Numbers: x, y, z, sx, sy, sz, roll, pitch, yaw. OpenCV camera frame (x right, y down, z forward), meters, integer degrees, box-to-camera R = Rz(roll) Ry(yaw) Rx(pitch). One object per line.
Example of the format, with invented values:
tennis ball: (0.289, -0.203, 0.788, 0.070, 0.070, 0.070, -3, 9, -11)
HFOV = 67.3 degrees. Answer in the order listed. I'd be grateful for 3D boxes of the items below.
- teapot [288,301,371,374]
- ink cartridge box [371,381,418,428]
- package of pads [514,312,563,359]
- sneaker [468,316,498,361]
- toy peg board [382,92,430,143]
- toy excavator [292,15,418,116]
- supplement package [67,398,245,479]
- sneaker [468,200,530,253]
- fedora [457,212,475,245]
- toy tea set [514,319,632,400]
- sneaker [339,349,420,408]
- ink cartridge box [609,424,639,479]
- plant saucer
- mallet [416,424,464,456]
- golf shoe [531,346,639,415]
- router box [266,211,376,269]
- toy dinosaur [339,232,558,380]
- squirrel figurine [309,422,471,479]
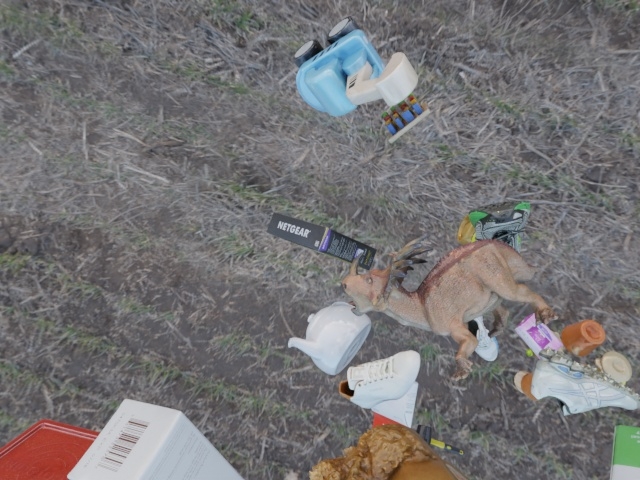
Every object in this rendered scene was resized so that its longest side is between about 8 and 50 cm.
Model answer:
teapot: (0.040, 0.308, 1.618, 0.187, 0.256, 0.252, 34, 79, 21)
ink cartridge box: (0.226, 0.562, 1.590, 0.066, 0.189, 0.232, 22, 77, -29)
package of pads: (0.426, 0.190, 0.941, 0.050, 0.032, 0.083, -33, 76, -23)
sneaker: (0.441, 0.271, 1.350, 0.071, 0.083, 0.191, -23, 104, 28)
toy peg board: (0.276, -0.422, 1.616, 0.161, 0.161, 0.079, -37, 104, 22)
toy excavator: (0.099, -0.491, 1.474, 0.432, 0.445, 0.222, -21, 130, 33)
supplement package: (-0.187, 0.293, 0.584, 0.105, 0.105, 0.179, -2, 129, 31)
sneaker: (0.432, 0.011, 1.140, 0.134, 0.343, 0.146, -9, 66, 16)
fedora: (0.466, -0.030, 1.436, 0.079, 0.194, 0.194, 23, 101, -7)
toy tea set: (0.686, 0.345, 1.364, 0.336, 0.124, 0.200, -8, 62, -13)
sneaker: (0.147, 0.371, 1.290, 0.123, 0.106, 0.290, 25, 133, -16)
ink cartridge box: (0.416, 0.355, 0.491, 0.211, 0.289, 0.122, -5, 119, 39)
plant saucer: (-0.435, 0.375, 0.749, 0.258, 0.259, 0.048, 5, 107, 17)
mallet: (0.307, 0.533, 1.231, 0.189, 0.039, 0.062, 39, 60, -27)
golf shoe: (0.402, 0.232, 0.738, 0.176, 0.069, 0.086, 24, 95, -4)
router box: (0.000, 0.000, 1.639, 0.243, 0.308, 0.081, 22, 87, -39)
toy dinosaur: (0.194, 0.058, 0.677, 0.295, 0.127, 0.200, -26, 83, -12)
squirrel figurine: (0.134, 0.584, 0.924, 0.397, 0.281, 0.370, 40, 87, 22)
